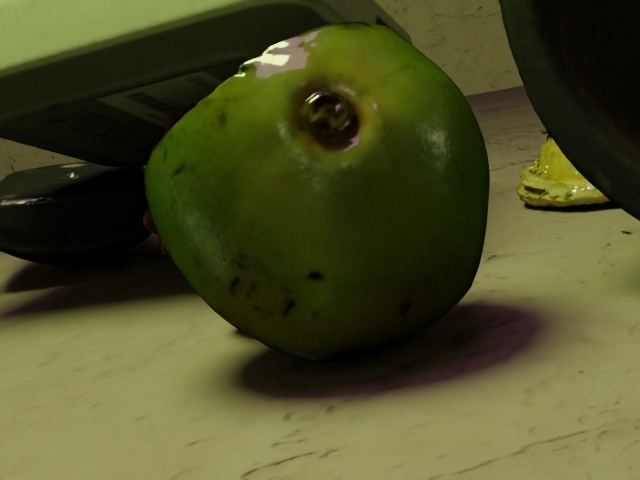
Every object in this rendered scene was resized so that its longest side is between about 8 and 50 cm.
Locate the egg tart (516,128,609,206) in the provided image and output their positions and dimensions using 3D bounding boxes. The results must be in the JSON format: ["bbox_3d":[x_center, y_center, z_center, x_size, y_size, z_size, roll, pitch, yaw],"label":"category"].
[{"bbox_3d":[0.271,-0.079,0.976,0.191,0.074,0.191,-8,10,1],"label":"egg tart"}]

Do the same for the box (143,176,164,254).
[{"bbox_3d":[-0.029,-0.074,1.221,0.210,0.095,0.330,-8,12,20],"label":"box"}]

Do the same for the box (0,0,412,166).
[{"bbox_3d":[-0.126,-0.150,0.975,0.373,0.090,0.367,-12,-10,20],"label":"box"}]

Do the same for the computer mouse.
[{"bbox_3d":[-0.270,-0.025,1.170,0.170,0.100,0.269,-8,13,-6],"label":"computer mouse"}]

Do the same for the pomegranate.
[{"bbox_3d":[-0.006,0.000,0.628,0.241,0.159,0.190,-37,-15,32],"label":"pomegranate"}]

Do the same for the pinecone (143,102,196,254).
[{"bbox_3d":[-0.065,-0.040,0.899,0.174,0.173,0.173,-11,10,2],"label":"pinecone"}]

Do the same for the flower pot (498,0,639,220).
[{"bbox_3d":[0.322,-0.143,0.701,0.380,0.379,0.251,-8,-11,16],"label":"flower pot"}]
